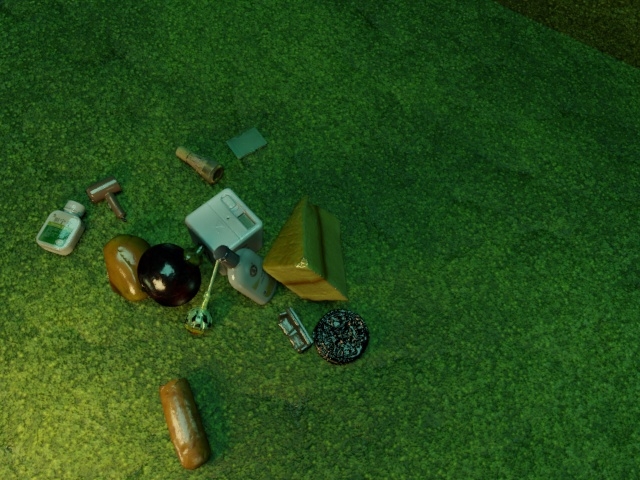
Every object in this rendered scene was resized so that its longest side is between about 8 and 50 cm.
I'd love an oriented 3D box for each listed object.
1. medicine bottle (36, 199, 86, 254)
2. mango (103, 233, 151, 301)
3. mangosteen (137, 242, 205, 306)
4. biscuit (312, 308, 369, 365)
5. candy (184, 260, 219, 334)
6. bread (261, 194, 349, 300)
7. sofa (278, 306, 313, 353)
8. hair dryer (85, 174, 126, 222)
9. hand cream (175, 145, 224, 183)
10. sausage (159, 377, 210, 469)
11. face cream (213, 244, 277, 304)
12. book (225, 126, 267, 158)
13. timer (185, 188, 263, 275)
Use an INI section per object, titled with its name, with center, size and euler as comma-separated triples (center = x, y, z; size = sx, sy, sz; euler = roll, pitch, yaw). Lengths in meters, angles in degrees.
[medicine bottle]
center = -0.891, -0.047, 1.706
size = 0.119, 0.069, 0.183
euler = 17, 65, 4
[mango]
center = -0.629, 0.089, 1.641
size = 0.167, 0.136, 0.235
euler = -13, 77, -18
[mangosteen]
center = -0.467, 0.100, 1.558
size = 0.216, 0.216, 0.215
euler = 2, 67, -5
[biscuit]
center = 0.071, 0.325, 1.657
size = 0.195, 0.053, 0.194
euler = 2, 66, -5
[candy]
center = -0.369, 0.169, 1.585
size = 0.091, 0.083, 0.305
euler = 29, 108, 30
[bread]
center = 0.000, 0.000, 1.664
size = 0.233, 0.245, 0.361
euler = 40, 58, -30
[sofa]
center = -0.088, 0.302, 1.633
size = 0.060, 0.085, 0.147
euler = -28, 73, -19
[hair dryer]
center = -0.753, -0.138, 1.766
size = 0.117, 0.064, 0.181
euler = -32, 79, -17
[hand cream]
center = -0.466, -0.295, 1.857
size = 0.203, 0.084, 0.084
euler = 31, 67, 15
[sausage]
center = -0.410, 0.553, 1.485
size = 0.109, 0.109, 0.270
euler = -20, 73, -14
[face cream]
center = -0.240, 0.099, 1.600
size = 0.071, 0.291, 0.143
euler = 1, 62, 30
[book]
center = -0.291, -0.383, 1.938
size = 0.135, 0.017, 0.103
euler = -32, 71, -18
[timer]
center = -0.324, -0.027, 1.688
size = 0.194, 0.195, 0.192
euler = -40, 76, -20
